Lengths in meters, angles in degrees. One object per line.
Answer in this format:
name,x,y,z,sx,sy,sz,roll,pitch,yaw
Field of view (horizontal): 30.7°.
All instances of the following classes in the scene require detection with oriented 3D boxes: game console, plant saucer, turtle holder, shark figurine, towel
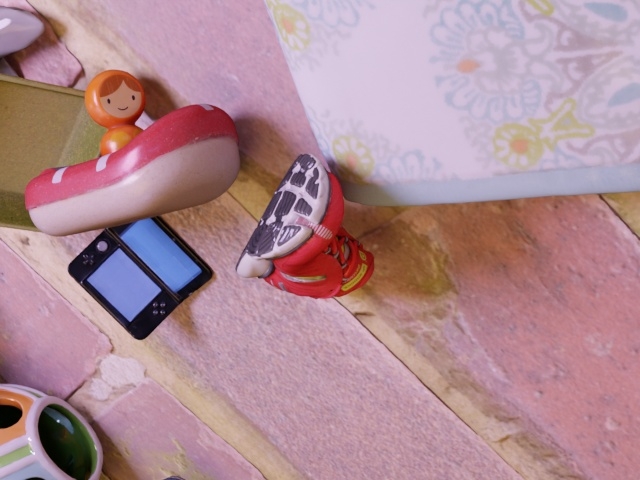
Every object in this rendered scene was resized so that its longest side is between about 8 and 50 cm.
game console,-0.204,0.035,1.306,0.122,0.107,0.071,46,163,-7
plant saucer,-0.327,-0.100,1.212,0.188,0.188,0.045,-59,40,30
turtle holder,-0.402,0.339,1.554,0.227,0.243,0.320,-28,96,19
shark figurine,-0.396,-0.149,1.248,0.166,0.116,0.278,31,133,9
towel,0.126,-0.183,0.915,0.375,0.090,0.320,-3,120,33

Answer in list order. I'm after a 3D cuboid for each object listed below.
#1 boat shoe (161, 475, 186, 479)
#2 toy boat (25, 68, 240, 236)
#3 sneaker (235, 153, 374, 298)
boat shoe,-0.153,0.400,1.557,0.095,0.079,0.254,-6,124,32
toy boat,-0.191,-0.096,1.155,0.231,0.151,0.151,-13,92,34
sneaker,0.000,0.000,1.087,0.118,0.107,0.279,28,170,-3
